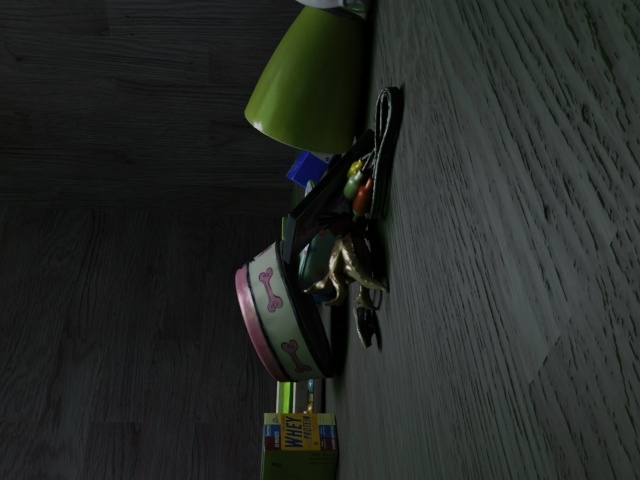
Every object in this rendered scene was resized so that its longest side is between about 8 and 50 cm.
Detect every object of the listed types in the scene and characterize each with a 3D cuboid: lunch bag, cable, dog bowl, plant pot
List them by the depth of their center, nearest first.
[{"bbox_3d":[0.094,-0.145,1.330,0.287,0.072,0.139,100,165,-52],"label":"cable"},{"bbox_3d":[-0.006,-0.395,1.683,0.274,0.275,0.293,-98,25,-60],"label":"plant pot"},{"bbox_3d":[0.001,-0.014,1.892,0.224,0.108,0.279,-101,22,-62],"label":"lunch bag"},{"bbox_3d":[-0.102,0.210,1.994,0.408,0.150,0.407,-21,-90,-86],"label":"dog bowl"}]

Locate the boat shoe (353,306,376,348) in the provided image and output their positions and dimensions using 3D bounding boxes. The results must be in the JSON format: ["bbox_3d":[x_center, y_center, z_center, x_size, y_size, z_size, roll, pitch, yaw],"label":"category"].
[{"bbox_3d":[0.091,0.169,1.420,0.125,0.038,0.046,-99,-7,-68],"label":"boat shoe"}]

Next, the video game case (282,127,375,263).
[{"bbox_3d":[0.018,-0.091,1.514,0.274,0.026,0.196,-50,-13,-26],"label":"video game case"}]

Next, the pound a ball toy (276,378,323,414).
[{"bbox_3d":[-0.034,0.557,2.247,0.208,0.136,0.319,-19,67,57],"label":"pound a ball toy"}]

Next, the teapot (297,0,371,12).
[{"bbox_3d":[0.045,-0.581,1.500,0.252,0.187,0.256,-59,-4,38],"label":"teapot"}]

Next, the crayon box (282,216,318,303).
[{"bbox_3d":[-0.069,0.098,2.515,0.203,0.083,0.322,48,-140,-67],"label":"crayon box"}]

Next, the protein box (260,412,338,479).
[{"bbox_3d":[-0.063,0.595,1.981,0.136,0.200,0.201,-97,11,-57],"label":"protein box"}]

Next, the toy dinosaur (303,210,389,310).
[{"bbox_3d":[0.058,0.026,1.429,0.296,0.127,0.200,-154,73,-78],"label":"toy dinosaur"}]

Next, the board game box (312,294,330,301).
[{"bbox_3d":[0.000,0.000,2.257,0.242,0.064,0.316,-102,16,-69],"label":"board game box"}]

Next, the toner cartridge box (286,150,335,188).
[{"bbox_3d":[-0.027,-0.244,2.229,0.165,0.075,0.348,-56,8,3],"label":"toner cartridge box"}]
